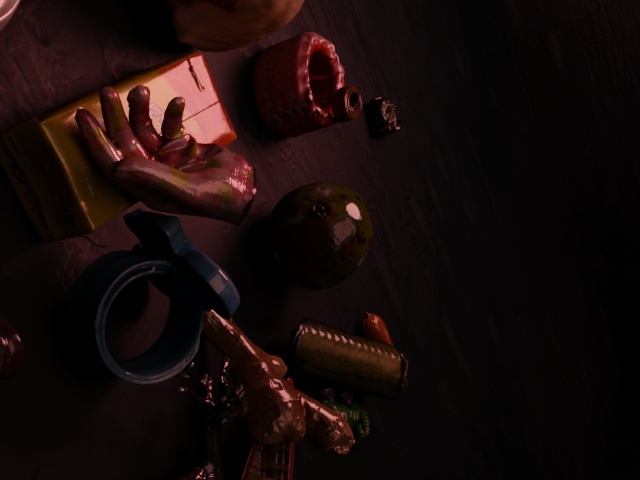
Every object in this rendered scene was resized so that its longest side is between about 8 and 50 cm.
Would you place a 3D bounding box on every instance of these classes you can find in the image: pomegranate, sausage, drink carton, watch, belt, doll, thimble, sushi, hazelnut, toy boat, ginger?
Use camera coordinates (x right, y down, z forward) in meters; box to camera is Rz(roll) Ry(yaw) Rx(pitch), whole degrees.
[{"bbox_3d":[0.000,0.000,1.474,0.248,0.202,0.202,79,17,-62],"label":"pomegranate"},{"bbox_3d":[0.128,0.227,1.712,0.062,0.054,0.183,-38,117,-36],"label":"sausage"},{"bbox_3d":[-0.273,-0.143,1.135,0.351,0.111,0.155,-45,118,-52],"label":"drink carton"},{"bbox_3d":[-0.239,0.083,1.080,0.193,0.211,0.211,-47,124,-25],"label":"watch"},{"bbox_3d":[0.050,-0.256,1.516,0.059,0.036,0.083,66,31,-25],"label":"belt"},{"bbox_3d":[0.050,0.339,1.556,0.190,0.050,0.115,22,52,-61],"label":"doll"},{"bbox_3d":[-0.036,-0.293,1.537,0.163,0.124,0.190,38,50,-47],"label":"thimble"},{"bbox_3d":[0.148,-0.290,1.900,0.084,0.056,0.083,-16,87,-57],"label":"sushi"},{"bbox_3d":[-0.159,-0.414,1.289,0.261,0.261,0.241,40,63,-46],"label":"hazelnut"},{"bbox_3d":[-0.103,0.406,1.265,0.136,0.079,0.392,38,51,-45],"label":"toy boat"},{"bbox_3d":[-0.092,0.220,1.253,0.148,0.081,0.334,-33,77,-36],"label":"ginger"}]

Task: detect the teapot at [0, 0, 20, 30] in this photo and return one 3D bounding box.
[{"bbox_3d":[-0.425,-0.327,0.927,0.298,0.139,0.204,-65,160,-47],"label":"teapot"}]

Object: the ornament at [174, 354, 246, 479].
[{"bbox_3d":[-0.178,0.281,1.123,0.202,0.080,0.236,-21,121,-66],"label":"ornament"}]

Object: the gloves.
[{"bbox_3d":[-0.200,-0.100,1.034,0.241,0.126,0.145,21,60,-18],"label":"gloves"}]

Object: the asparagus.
[{"bbox_3d":[0.038,0.216,1.511,0.381,0.128,0.108,26,100,-47],"label":"asparagus"}]

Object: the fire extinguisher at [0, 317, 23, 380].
[{"bbox_3d":[-0.441,0.122,0.835,0.106,0.075,0.252,56,30,15],"label":"fire extinguisher"}]
